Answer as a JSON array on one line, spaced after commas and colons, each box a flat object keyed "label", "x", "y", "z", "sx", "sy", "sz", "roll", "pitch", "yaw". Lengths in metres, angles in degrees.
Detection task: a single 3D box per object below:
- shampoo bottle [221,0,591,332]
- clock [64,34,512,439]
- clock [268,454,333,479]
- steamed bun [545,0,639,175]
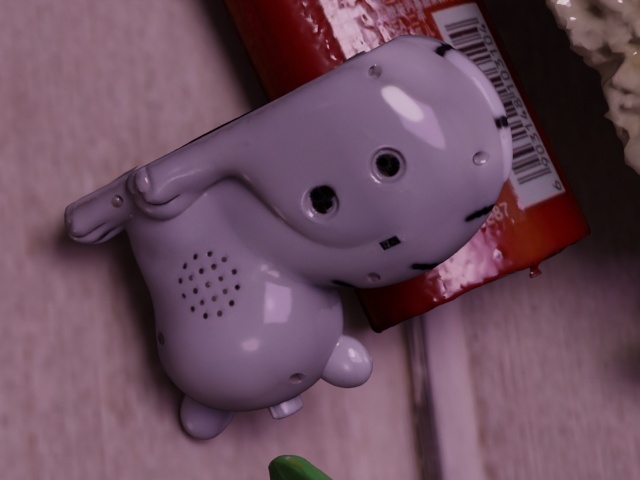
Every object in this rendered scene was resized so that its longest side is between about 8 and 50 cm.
[{"label": "shampoo bottle", "x": 0.009, "y": -0.118, "z": 0.755, "sx": 0.118, "sy": 0.076, "sz": 0.314, "roll": -23, "pitch": 86, "yaw": -29}, {"label": "clock", "x": 0.000, "y": 0.000, "z": 0.669, "sx": 0.117, "sy": 0.176, "sz": 0.080, "roll": 62, "pitch": 16, "yaw": -7}, {"label": "clock", "x": 0.005, "y": 0.194, "z": 0.636, "sx": 0.144, "sy": 0.103, "sz": 0.231, "roll": -8, "pitch": 76, "yaw": -30}, {"label": "steamed bun", "x": 0.227, "y": -0.135, "z": 0.766, "sx": 0.290, "sy": 0.273, "sz": 0.272, "roll": -34, "pitch": 102, "yaw": -54}]
